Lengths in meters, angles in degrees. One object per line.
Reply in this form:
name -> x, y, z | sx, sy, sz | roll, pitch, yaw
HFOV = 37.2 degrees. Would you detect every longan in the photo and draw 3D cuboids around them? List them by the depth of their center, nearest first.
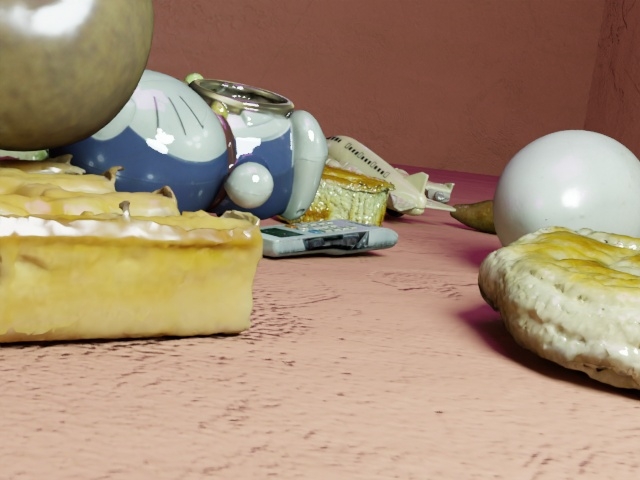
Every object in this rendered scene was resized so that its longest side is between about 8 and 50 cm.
longan -> -0.202, -0.141, 0.635 | 0.167, 0.167, 0.187 | 12, 24, 28

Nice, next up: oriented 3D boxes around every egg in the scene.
egg -> 0.246, -0.033, 0.936 | 0.151, 0.151, 0.209 | 11, 11, 22

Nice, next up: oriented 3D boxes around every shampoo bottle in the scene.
shampoo bottle -> 0.219, -0.088, 1.774 | 0.049, 0.034, 0.141 | 15, 8, 3

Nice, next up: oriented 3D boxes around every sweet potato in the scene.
sweet potato -> 0.299, -0.029, 1.300 | 0.244, 0.077, 0.077 | -4, 4, 15

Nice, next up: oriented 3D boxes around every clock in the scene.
clock -> -0.118, -0.076, 0.850 | 0.243, 0.146, 0.199 | -4, 29, -38

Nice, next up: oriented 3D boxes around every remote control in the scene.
remote control -> 0.000, 0.000, 0.897 | 0.065, 0.029, 0.166 | 14, 14, 43

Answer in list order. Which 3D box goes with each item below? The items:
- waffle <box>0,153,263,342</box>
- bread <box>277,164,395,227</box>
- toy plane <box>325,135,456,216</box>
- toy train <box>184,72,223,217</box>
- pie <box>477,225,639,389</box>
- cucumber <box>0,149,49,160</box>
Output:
waffle -> -0.250, -0.013, 0.557 | 0.304, 0.077, 0.348 | 0, 11, -40
bread -> 0.013, -0.049, 1.127 | 0.140, 0.069, 0.128 | 13, 9, 11
toy plane -> 0.072, -0.086, 1.355 | 0.229, 0.092, 0.244 | -2, 20, -39
toy train -> -0.151, -0.109, 1.066 | 0.105, 0.157, 0.253 | 5, 9, -24
pie -> 0.268, 0.049, 0.624 | 0.338, 0.075, 0.337 | 8, 8, -1
cucumber -> -0.384, -0.112, 1.093 | 0.145, 0.105, 0.325 | -22, 16, -14
